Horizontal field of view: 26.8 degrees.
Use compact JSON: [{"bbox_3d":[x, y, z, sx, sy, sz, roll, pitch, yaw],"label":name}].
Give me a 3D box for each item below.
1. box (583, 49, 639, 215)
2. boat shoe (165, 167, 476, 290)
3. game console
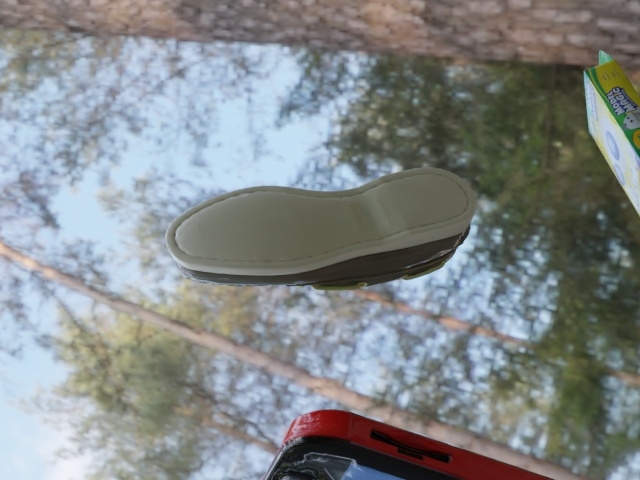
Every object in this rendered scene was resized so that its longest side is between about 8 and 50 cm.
[{"bbox_3d":[0.331,-0.115,1.457,0.043,0.179,0.105,-19,-41,1],"label":"box"},{"bbox_3d":[0.001,0.004,1.309,0.305,0.109,0.091,-9,-38,-14],"label":"boat shoe"},{"bbox_3d":[0.106,0.355,1.651,0.342,0.387,0.060,116,172,-46],"label":"game console"}]
